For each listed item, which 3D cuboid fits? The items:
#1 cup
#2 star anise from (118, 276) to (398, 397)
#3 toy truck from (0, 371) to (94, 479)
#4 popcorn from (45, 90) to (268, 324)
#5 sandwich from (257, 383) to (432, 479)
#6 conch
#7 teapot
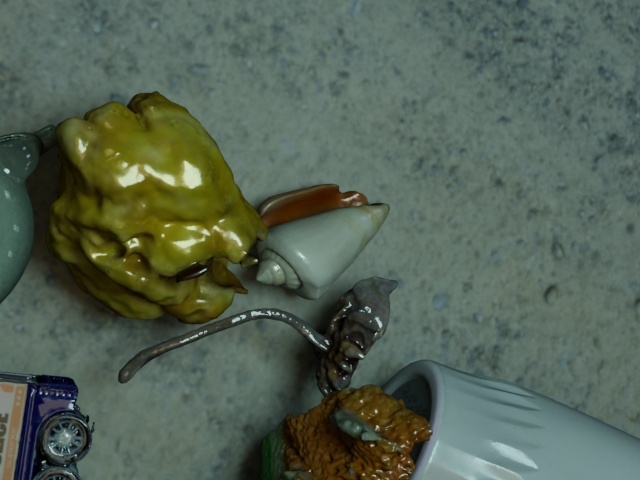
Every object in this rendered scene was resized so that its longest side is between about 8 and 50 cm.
[{"bbox_3d":[0.222,0.287,1.294,0.372,0.253,0.253,28,81,-16],"label":"cup"},{"bbox_3d":[-0.057,0.094,1.257,0.227,0.148,0.218,28,69,-9],"label":"star anise"},{"bbox_3d":[-0.306,0.258,1.174,0.155,0.124,0.267,9,86,-13],"label":"toy truck"},{"bbox_3d":[-0.166,-0.024,1.188,0.190,0.191,0.253,-35,111,-2],"label":"popcorn"},{"bbox_3d":[0.012,0.200,1.202,0.109,0.185,0.160,21,101,-19],"label":"sandwich"},{"bbox_3d":[-0.003,-0.008,1.296,0.176,0.104,0.094,-42,139,-18],"label":"conch"},{"bbox_3d":[-0.360,-0.012,1.142,0.294,0.129,0.193,-40,95,-4],"label":"teapot"}]
